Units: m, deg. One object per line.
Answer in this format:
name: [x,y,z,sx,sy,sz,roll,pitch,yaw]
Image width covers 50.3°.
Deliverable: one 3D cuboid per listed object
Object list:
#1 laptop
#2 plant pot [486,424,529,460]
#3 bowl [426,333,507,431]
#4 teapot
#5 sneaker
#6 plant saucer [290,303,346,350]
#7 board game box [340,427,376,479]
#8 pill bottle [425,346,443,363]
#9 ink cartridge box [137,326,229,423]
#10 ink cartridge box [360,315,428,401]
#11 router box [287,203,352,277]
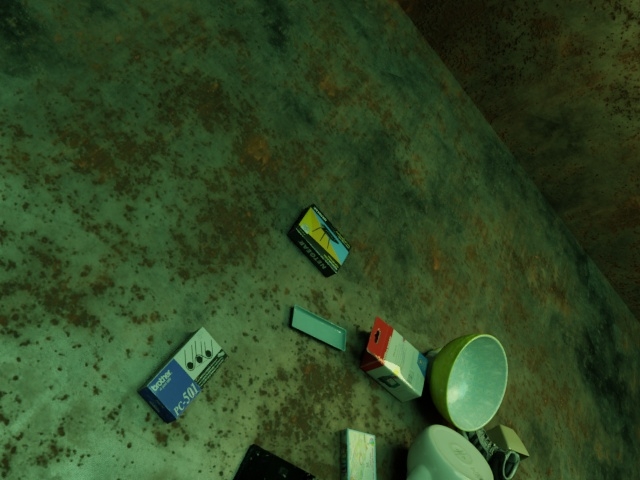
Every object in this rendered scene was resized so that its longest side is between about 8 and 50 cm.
laptop: [-0.099,0.635,1.524,0.264,0.136,0.234,28,44,1]
plant pot: [0.571,0.645,2.148,0.109,0.109,0.096,28,37,-32]
bowl: [0.413,0.409,2.050,0.290,0.156,0.289,-6,100,-40]
teapot: [0.326,0.638,1.840,0.256,0.187,0.252,33,17,-6]
sneaker: [0.510,0.622,2.053,0.101,0.153,0.268,15,58,-41]
plant saucer: [-0.005,0.240,1.851,0.192,0.018,0.067,30,49,-30]
board game box: [0.098,0.571,1.754,0.103,0.026,0.154,25,51,-34]
pill bottle: [0.362,0.363,2.137,0.083,0.043,0.043,-9,74,-48]
ink cartridge box: [-0.296,0.291,1.496,0.097,0.046,0.207,51,41,-9]
ink cartridge box: [0.199,0.340,1.955,0.231,0.078,0.134,43,43,-20]
router box: [0.000,0.000,1.974,0.179,0.046,0.133,47,42,-15]
